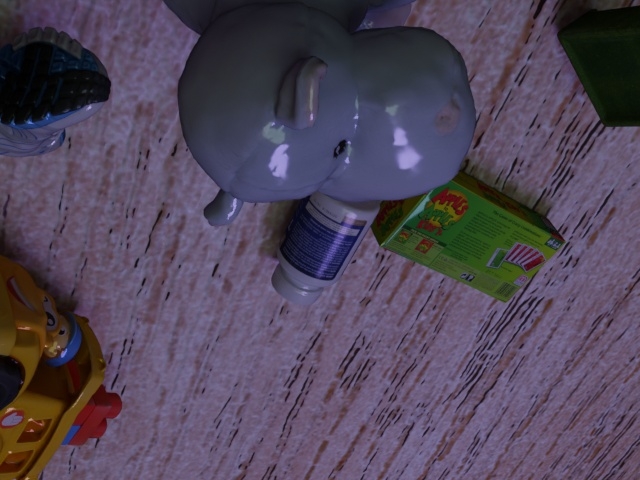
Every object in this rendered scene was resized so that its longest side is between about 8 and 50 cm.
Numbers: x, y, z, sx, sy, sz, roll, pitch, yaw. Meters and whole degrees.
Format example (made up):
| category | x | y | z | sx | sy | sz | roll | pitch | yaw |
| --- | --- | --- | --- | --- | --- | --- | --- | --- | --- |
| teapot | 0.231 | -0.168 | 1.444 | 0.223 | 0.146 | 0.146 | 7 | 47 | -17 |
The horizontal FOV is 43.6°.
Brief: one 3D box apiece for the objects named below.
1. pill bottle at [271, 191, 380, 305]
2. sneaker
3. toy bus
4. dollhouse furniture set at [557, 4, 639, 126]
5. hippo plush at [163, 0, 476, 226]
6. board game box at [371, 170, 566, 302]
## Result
| category | x | y | z | sx | sy | sz | roll | pitch | yaw |
| --- | --- | --- | --- | --- | --- | --- | --- | --- | --- |
| pill bottle | 0.000 | 0.000 | 0.738 | 0.067 | 0.067 | 0.120 | 13 | 123 | -26 |
| sneaker | -0.201 | -0.094 | 0.561 | 0.191 | 0.071 | 0.083 | 2 | 160 | 38 |
| toy bus | -0.268 | 0.122 | 0.715 | 0.211 | 0.149 | 0.220 | 13 | 121 | -42 |
| dollhouse furniture set | 0.265 | -0.262 | 0.608 | 0.198 | 0.151 | 0.301 | -32 | 102 | 1 |
| hippo plush | -0.006 | -0.147 | 0.469 | 0.294 | 0.236 | 0.234 | 6 | 144 | -24 |
| board game box | 0.147 | -0.009 | 0.793 | 0.181 | 0.043 | 0.092 | 23 | 118 | -32 |
